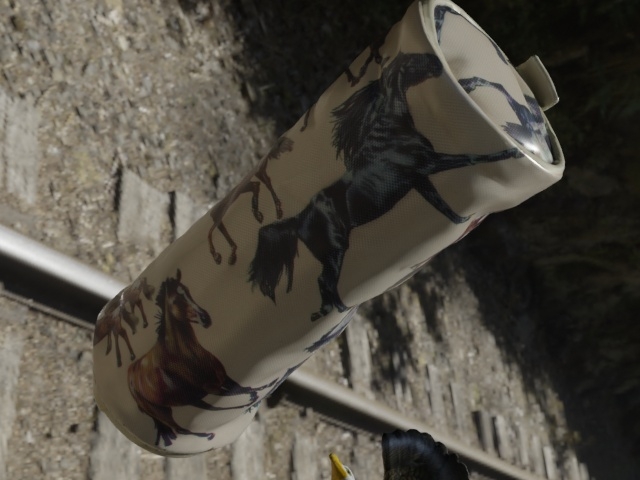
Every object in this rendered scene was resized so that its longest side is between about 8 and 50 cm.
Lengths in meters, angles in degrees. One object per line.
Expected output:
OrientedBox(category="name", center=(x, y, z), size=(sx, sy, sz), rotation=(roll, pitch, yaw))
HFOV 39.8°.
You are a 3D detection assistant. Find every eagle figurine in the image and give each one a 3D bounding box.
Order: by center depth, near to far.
OrientedBox(category="eagle figurine", center=(0.063, 0.368, 1.122), size=(0.298, 0.227, 0.225), rotation=(9, 89, -71))

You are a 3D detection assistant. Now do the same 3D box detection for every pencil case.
OrientedBox(category="pencil case", center=(0.000, 0.000, 0.689), size=(0.160, 0.410, 0.183), rotation=(52, 24, 9))
